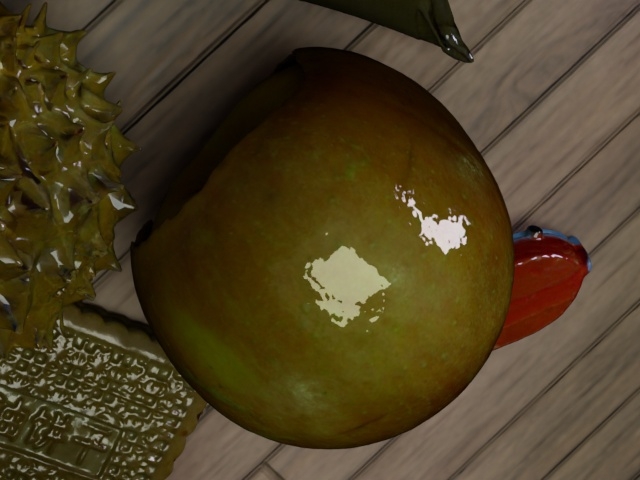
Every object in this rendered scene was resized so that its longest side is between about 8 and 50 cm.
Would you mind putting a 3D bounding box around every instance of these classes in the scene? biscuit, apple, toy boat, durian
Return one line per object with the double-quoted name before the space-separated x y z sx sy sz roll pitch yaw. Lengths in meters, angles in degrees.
"biscuit" -0.202 0.111 0.853 0.254 0.029 0.172 25 99 -26
"apple" 0.000 0.000 0.771 0.237 0.237 0.207 -44 121 0
"toy boat" 0.117 0.035 0.926 0.172 0.059 0.069 -23 116 -18
"durian" -0.198 -0.005 0.723 0.195 0.185 0.305 29 92 -48

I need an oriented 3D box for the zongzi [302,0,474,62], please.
"zongzi" -0.042 -0.148 0.726 0.260 0.123 0.289 -50 126 -32
